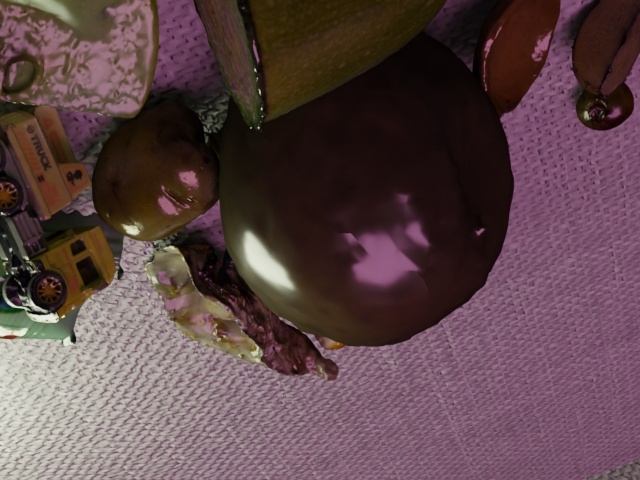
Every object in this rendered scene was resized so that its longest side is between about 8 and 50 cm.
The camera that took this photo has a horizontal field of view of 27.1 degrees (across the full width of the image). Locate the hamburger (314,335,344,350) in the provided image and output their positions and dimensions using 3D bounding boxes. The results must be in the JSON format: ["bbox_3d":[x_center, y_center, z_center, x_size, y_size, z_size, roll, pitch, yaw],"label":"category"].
[{"bbox_3d":[0.064,0.089,2.187,0.116,0.173,0.210,41,123,-9],"label":"hamburger"}]

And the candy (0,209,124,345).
[{"bbox_3d":[-0.482,0.066,1.912,0.263,0.172,0.398,17,153,-31],"label":"candy"}]

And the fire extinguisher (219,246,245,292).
[{"bbox_3d":[0.000,0.000,2.040,0.337,0.135,0.114,-11,136,-10],"label":"fire extinguisher"}]

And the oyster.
[{"bbox_3d":[-0.146,0.117,2.136,0.204,0.111,0.396,5,150,43],"label":"oyster"}]

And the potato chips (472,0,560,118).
[{"bbox_3d":[0.254,-0.266,1.806,0.195,0.062,0.208,-55,152,-9],"label":"potato chips"}]

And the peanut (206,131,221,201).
[{"bbox_3d":[-0.123,-0.094,1.889,0.080,0.080,0.174,-19,149,1],"label":"peanut"}]

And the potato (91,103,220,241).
[{"bbox_3d":[-0.219,-0.088,1.783,0.137,0.154,0.200,13,141,-41],"label":"potato"}]

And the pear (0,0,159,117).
[{"bbox_3d":[-0.323,-0.307,1.360,0.342,0.238,0.318,5,128,-24],"label":"pear"}]

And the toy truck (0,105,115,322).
[{"bbox_3d":[-0.361,-0.041,1.704,0.157,0.272,0.124,-29,-166,-29],"label":"toy truck"}]

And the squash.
[{"bbox_3d":[0.024,-0.305,1.459,0.309,0.310,0.310,-18,147,-9],"label":"squash"}]

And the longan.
[{"bbox_3d":[0.060,-0.068,1.728,0.404,0.404,0.436,-14,146,-7],"label":"longan"}]

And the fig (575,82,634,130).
[{"bbox_3d":[0.437,-0.211,2.013,0.098,0.082,0.084,-42,154,-48],"label":"fig"}]

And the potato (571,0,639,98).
[{"bbox_3d":[0.406,-0.293,1.880,0.100,0.089,0.172,3,113,-62],"label":"potato"}]
